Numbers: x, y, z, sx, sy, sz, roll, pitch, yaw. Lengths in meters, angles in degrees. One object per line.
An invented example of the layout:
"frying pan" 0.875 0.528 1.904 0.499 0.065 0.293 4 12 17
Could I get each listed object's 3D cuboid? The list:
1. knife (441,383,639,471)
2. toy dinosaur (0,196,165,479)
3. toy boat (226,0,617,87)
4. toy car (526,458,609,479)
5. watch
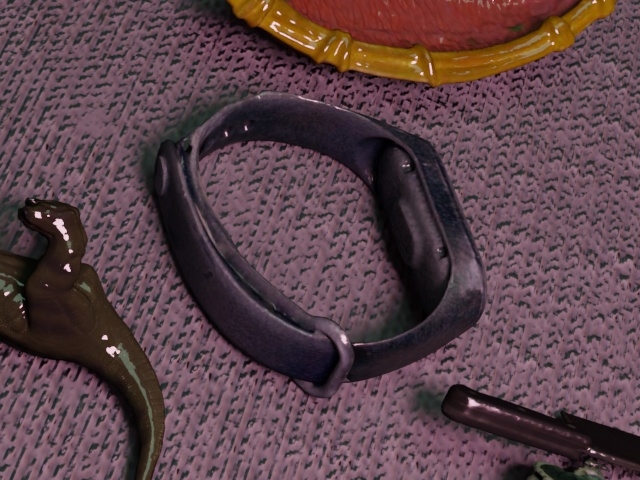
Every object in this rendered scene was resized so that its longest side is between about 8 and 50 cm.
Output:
"knife" 0.183 0.129 1.025 0.245 0.019 0.072 19 11 -15
"toy dinosaur" -0.182 0.065 0.933 0.187 0.087 0.179 1 93 -5
"toy boat" 0.063 -0.169 1.150 0.318 0.099 0.141 -3 56 -22
"toy car" 0.205 0.188 0.987 0.186 0.058 0.093 24 7 -6
"watch" 0.000 0.000 1.026 0.193 0.068 0.206 -3 56 -21
